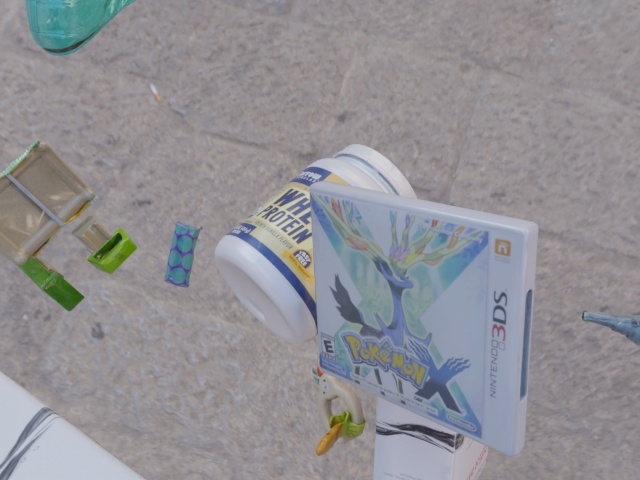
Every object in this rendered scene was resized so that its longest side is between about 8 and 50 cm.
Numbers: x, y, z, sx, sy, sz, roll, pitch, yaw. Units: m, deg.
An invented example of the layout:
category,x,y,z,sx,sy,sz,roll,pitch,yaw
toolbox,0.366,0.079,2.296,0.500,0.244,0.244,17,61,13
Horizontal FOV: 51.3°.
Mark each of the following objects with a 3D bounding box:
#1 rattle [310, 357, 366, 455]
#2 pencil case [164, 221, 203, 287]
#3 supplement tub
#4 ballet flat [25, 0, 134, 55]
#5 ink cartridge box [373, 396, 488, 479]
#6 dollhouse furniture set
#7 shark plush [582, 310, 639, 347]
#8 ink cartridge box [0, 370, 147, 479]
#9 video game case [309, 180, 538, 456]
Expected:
category,x,y,z,sx,sy,sz,roll,pitch,yaw
rattle,-0.005,0.351,1.438,0.143,0.130,0.199,-19,71,-28
pencil case,-0.329,0.034,1.594,0.064,0.070,0.151,12,91,12
supplement tub,0.000,0.000,1.164,0.228,0.228,0.316,42,69,16
ballet flat,-0.238,-0.304,0.753,0.083,0.087,0.247,19,50,15
ink cartridge box,0.233,0.290,1.300,0.166,0.285,0.394,8,104,27
dollhouse furniture set,-0.530,-0.040,1.274,0.197,0.301,0.151,-48,44,-16
shark plush,0.371,0.087,0.717,0.161,0.067,0.073,20,64,20
ink cartridge box,-0.157,0.236,0.475,0.307,0.223,0.129,15,56,40
video game case,0.118,0.090,0.875,0.329,0.300,0.036,16,27,42
